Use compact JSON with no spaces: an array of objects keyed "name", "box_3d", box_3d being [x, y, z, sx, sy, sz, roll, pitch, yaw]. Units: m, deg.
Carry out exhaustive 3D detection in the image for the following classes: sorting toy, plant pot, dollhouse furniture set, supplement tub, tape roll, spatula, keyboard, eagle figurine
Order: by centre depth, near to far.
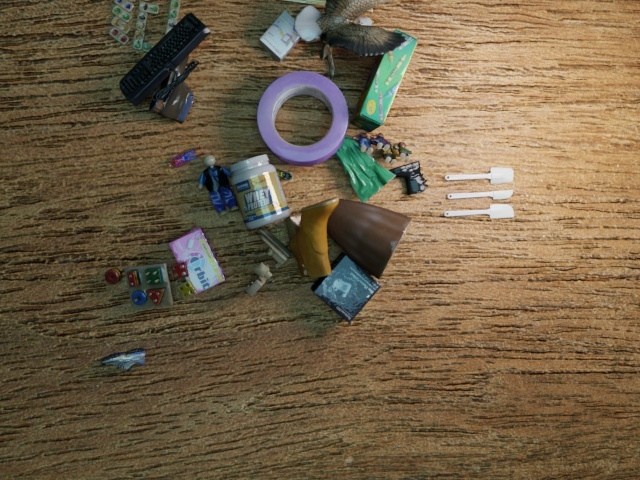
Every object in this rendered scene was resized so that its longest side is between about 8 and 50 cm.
[{"name":"keyboard","box_3d":[-0.450,-0.520,1.729,0.317,0.033,0.201,-45,63,3]},{"name":"eagle figurine","box_3d":[0.097,-0.645,1.730,0.226,0.298,0.225,48,64,-25]},{"name":"sorting toy","box_3d":[-0.515,0.142,1.774,0.274,0.046,0.132,-6,100,8]},{"name":"supplement tub","box_3d":[-0.187,-0.147,1.785,0.144,0.144,0.200,-19,95,-6]},{"name":"tape roll","box_3d":[-0.053,-0.369,1.798,0.274,0.090,0.275,0,88,0]},{"name":"dollhouse furniture set","box_3d":[-0.193,0.062,1.809,0.123,0.144,0.151,43,101,-2]},{"name":"plant pot","box_3d":[0.132,-0.028,1.816,0.230,0.215,0.215,29,89,6]},{"name":"spatula","box_3d":[0.524,-0.155,1.943,0.241,0.019,0.168,-2,98,-6]}]

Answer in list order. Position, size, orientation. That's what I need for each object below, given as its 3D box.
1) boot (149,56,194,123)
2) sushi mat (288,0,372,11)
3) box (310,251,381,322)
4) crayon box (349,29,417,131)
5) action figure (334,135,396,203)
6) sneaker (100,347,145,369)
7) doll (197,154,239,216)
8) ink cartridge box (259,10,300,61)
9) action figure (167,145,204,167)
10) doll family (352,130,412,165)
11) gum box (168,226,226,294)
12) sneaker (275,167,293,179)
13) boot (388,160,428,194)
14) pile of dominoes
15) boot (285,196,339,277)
[{"name":"boot","box_3d":[-0.428,-0.464,1.789,0.106,0.082,0.219,30,78,-33]},{"name":"sushi mat","box_3d":[0.015,-0.810,1.842,0.316,0.019,0.152,5,93,-7]},{"name":"box","box_3d":[0.080,0.148,1.860,0.156,0.093,0.158,41,88,-7]},{"name":"crayon box","box_3d":[0.190,-0.484,1.807,0.081,0.165,0.279,23,90,-8]},{"name":"action figure","box_3d":[0.111,-0.247,1.860,0.137,0.063,0.232,-40,90,-2]},{"name":"sneaker","box_3d":[-0.603,0.374,1.804,0.135,0.052,0.058,-10,98,-6]},{"name":"doll","box_3d":[-0.312,-0.175,1.817,0.129,0.046,0.189,-23,93,-15]},{"name":"ink cartridge box","box_3d":[-0.119,-0.629,1.817,0.088,0.052,0.122,41,89,-8]},{"name":"action figure","box_3d":[-0.418,-0.254,1.810,0.115,0.030,0.038,-26,101,-3]},{"name":"doll family","box_3d":[0.194,-0.296,1.849,0.193,0.111,0.076,26,123,-19]},{"name":"gum box","box_3d":[-0.380,0.059,1.811,0.107,0.062,0.189,-26,96,-5]},{"name":"sneaker","box_3d":[-0.125,-0.210,1.845,0.083,0.035,0.031,8,91,-8]},{"name":"boot","box_3d":[0.281,-0.195,1.896,0.121,0.045,0.099,-16,100,-5]},{"name":"pile of dominoes","box_3d":[-0.528,-0.698,1.768,0.195,0.040,0.251,10,91,-8]},{"name":"boot","box_3d":[-0.001,0.000,1.754,0.104,0.295,0.211,-18,87,-31]}]
